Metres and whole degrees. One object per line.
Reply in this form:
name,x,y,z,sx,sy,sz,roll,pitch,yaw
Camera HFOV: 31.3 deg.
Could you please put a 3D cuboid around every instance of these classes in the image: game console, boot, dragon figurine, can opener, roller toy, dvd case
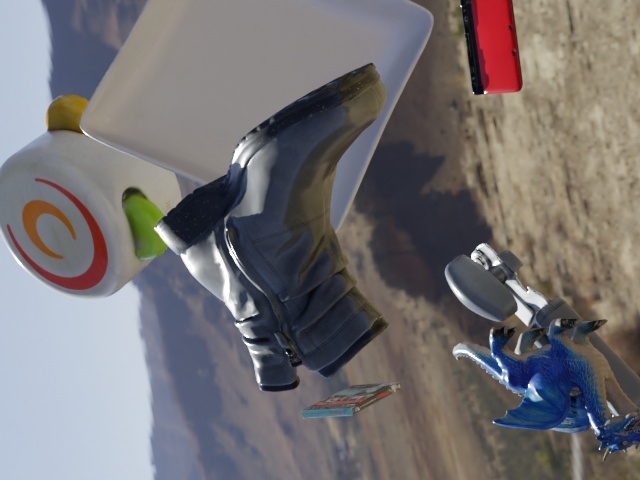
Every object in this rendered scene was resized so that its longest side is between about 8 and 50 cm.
game console,0.249,-0.280,1.594,0.124,0.085,0.144,-29,-67,-62
boot,0.000,0.000,0.771,0.161,0.083,0.246,54,137,2
dragon figurine,0.236,0.160,1.203,0.289,0.085,0.144,-12,76,44
can opener,0.264,0.118,1.373,0.283,0.095,0.076,48,158,23
roller toy,-0.265,-0.045,1.312,0.209,0.146,0.191,44,132,-2
dvd case,0.043,0.217,1.559,0.119,0.087,0.013,-20,-83,-52

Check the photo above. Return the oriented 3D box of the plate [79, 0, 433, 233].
plate,-0.060,-0.167,1.162,0.045,0.278,0.277,109,-174,-74
